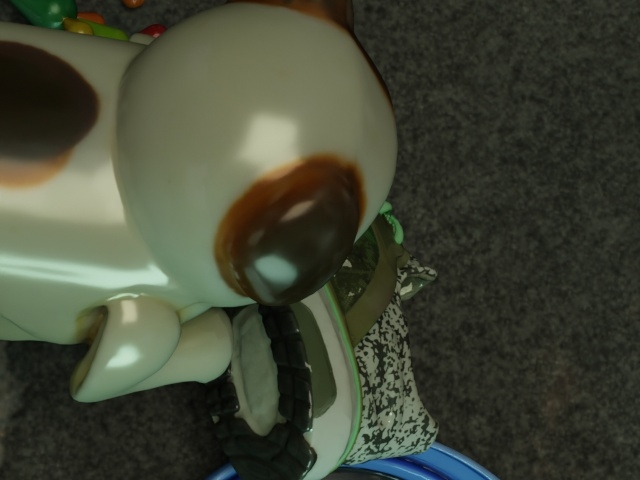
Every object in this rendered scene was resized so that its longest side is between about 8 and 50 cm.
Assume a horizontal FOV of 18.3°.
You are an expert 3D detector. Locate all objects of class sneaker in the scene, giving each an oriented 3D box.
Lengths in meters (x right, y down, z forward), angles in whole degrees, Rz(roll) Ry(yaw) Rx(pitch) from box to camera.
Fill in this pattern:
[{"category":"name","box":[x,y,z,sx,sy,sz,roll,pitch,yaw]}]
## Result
[{"category":"sneaker","box":[0.000,0.000,1.547,0.182,0.158,0.410,8,68,-38]}]

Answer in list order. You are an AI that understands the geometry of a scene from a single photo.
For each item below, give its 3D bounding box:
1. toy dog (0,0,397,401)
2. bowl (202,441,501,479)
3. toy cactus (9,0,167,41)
[{"category":"toy dog","box":[-0.152,-0.058,1.326,0.408,0.395,0.284,-5,52,10]},{"category":"bowl","box":[0.020,0.342,1.554,0.391,0.077,0.391,2,84,-15]},{"category":"toy cactus","box":[-0.226,-0.219,1.533,0.180,0.112,0.219,-26,101,-7]}]
